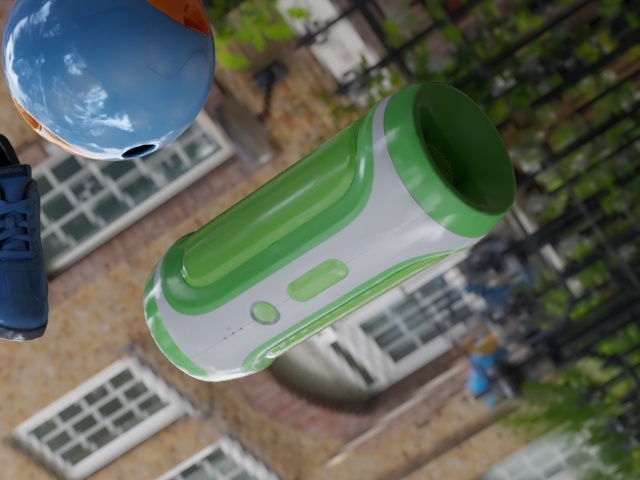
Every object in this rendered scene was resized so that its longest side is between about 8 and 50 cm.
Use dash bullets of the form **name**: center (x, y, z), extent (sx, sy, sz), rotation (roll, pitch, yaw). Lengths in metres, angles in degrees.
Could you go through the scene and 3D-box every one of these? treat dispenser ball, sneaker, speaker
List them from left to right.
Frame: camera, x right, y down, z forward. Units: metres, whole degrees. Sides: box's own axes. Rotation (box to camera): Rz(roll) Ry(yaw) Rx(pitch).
- **sneaker**: center (-0.248, -0.008, 1.250), extent (0.069, 0.082, 0.209), rotation (8, -148, -25)
- **treat dispenser ball**: center (-0.286, -0.251, 2.187), extent (0.288, 0.288, 0.288), rotation (52, -166, -19)
- **speaker**: center (0.000, 0.000, 1.208), extent (0.131, 0.296, 0.131), rotation (30, -136, -33)
